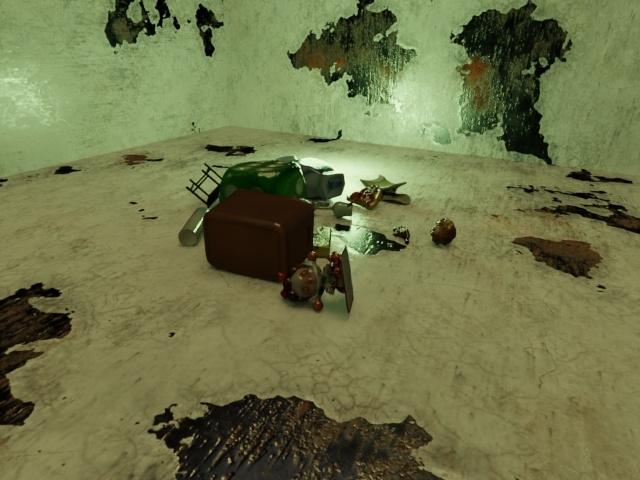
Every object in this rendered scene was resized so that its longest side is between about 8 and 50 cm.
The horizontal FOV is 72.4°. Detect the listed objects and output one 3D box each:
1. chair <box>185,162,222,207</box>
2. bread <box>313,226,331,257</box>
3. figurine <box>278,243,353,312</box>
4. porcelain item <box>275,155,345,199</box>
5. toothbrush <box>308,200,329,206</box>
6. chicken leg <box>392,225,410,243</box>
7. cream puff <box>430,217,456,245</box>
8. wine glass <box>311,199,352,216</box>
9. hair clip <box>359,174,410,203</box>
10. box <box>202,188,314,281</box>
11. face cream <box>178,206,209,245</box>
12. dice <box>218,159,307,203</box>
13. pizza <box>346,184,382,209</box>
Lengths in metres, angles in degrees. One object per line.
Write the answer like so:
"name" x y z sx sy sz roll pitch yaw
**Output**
"chair" -0.516 -0.241 2.173 0.260 0.141 0.155 43 12 -23
"bread" 0.000 0.000 1.765 0.088 0.049 0.226 3 23 1
"figurine" -0.024 0.124 1.359 0.226 0.184 0.160 -6 13 12
"porcelain item" -0.066 -0.343 2.380 0.242 0.179 0.405 -19 34 -41
"toothbrush" -0.164 -0.194 2.201 0.417 0.042 0.040 5 12 6
"chicken leg" 0.353 -0.027 1.879 0.062 0.037 0.145 -28 31 -11
"cream puff" 0.510 -0.038 1.823 0.122 0.116 0.094 8 32 -26
"wine glass" 0.057 -0.151 2.077 0.195 0.079 0.079 2 24 3
"hair clip" 0.369 -0.276 2.374 0.172 0.113 0.282 -18 25 -39
"box" -0.222 -0.019 1.562 0.339 0.240 0.229 11 28 18
"face cream" -0.520 -0.062 1.821 0.077 0.077 0.250 2 24 0
"dice" -0.233 -0.174 1.833 0.287 0.300 0.297 11 25 23
"pizza" 0.220 -0.227 2.257 0.193 0.053 0.201 -6 38 15
